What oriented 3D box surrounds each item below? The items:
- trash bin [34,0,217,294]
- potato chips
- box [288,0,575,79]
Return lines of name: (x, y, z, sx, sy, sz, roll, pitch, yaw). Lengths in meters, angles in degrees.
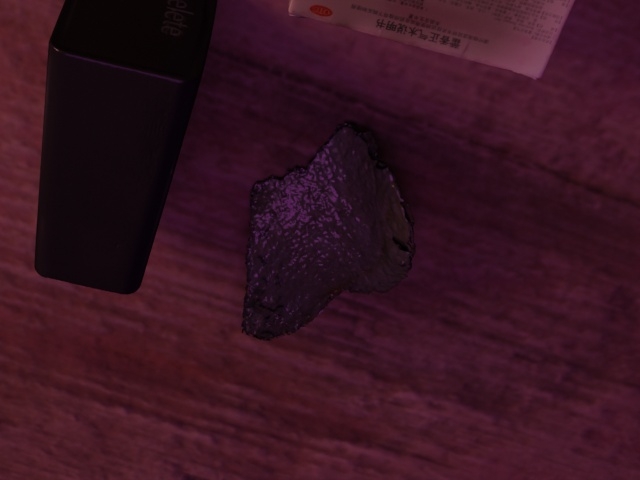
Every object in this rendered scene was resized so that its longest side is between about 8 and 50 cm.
trash bin: (-0.165, -0.090, 0.945, 0.115, 0.165, 0.226, 11, 128, -8)
potato chips: (-0.001, 0.006, 1.078, 0.228, 0.059, 0.167, -33, 113, 28)
box: (0.096, -0.235, 0.877, 0.212, 0.095, 0.168, 14, 123, -9)
